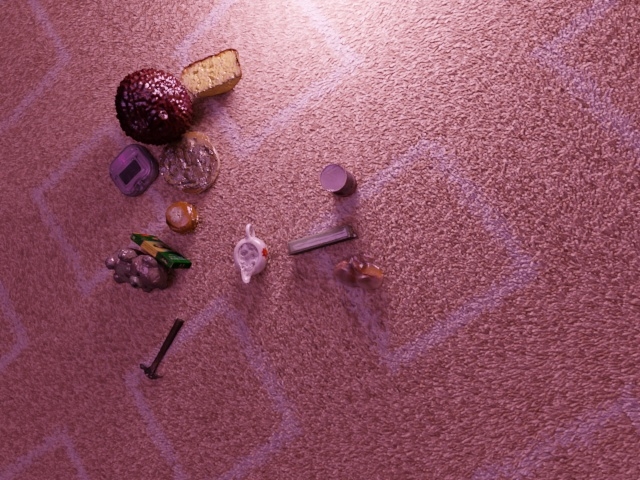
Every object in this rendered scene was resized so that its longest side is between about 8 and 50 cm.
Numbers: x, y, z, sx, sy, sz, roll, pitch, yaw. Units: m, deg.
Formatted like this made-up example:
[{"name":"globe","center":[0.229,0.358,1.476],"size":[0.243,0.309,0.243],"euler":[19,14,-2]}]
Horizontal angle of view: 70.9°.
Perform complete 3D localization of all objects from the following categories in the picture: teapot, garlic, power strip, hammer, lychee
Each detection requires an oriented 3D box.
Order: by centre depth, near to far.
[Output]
[{"name":"garlic","center":[0.139,0.115,1.588],"size":[0.175,0.099,0.123],"euler":[18,108,18]},{"name":"power strip","center":[0.000,0.000,1.646],"size":[0.273,0.078,0.052],"euler":[-16,81,18]},{"name":"teapot","center":[-0.265,0.050,1.726],"size":[0.145,0.092,0.226],"euler":[-6,85,16]},{"name":"lychee","center":[-0.658,-0.527,1.778],"size":[0.306,0.306,0.330],"euler":[-48,40,11]},{"name":"hammer","center":[-0.651,0.447,1.873],"size":[0.125,0.027,0.297],"euler":[33,97,18]}]

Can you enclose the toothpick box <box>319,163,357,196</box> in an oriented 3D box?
[{"name":"toothpick box","center":[0.066,-0.211,1.595],"size":[0.099,0.149,0.098],"euler":[-1,87,19]}]

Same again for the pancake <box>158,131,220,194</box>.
[{"name":"pancake","center":[-0.542,-0.319,1.858],"size":[0.283,0.049,0.281],"euler":[-1,88,18]}]

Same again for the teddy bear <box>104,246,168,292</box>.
[{"name":"teddy bear","center":[-0.748,0.122,1.847],"size":[0.267,0.235,0.151],"euler":[21,51,30]}]

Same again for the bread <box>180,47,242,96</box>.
[{"name":"bread","center":[-0.413,-0.656,1.787],"size":[0.261,0.134,0.129],"euler":[-17,94,14]}]

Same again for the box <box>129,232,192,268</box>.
[{"name":"box","center":[-0.651,0.042,1.835],"size":[0.235,0.132,0.034],"euler":[32,97,18]}]

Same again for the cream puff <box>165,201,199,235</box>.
[{"name":"cream puff","center":[-0.559,-0.091,1.826],"size":[0.126,0.103,0.144],"euler":[-43,75,-1]}]

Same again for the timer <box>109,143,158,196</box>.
[{"name":"timer","center":[-0.809,-0.304,1.938],"size":[0.208,0.069,0.190],"euler":[-43,78,11]}]
